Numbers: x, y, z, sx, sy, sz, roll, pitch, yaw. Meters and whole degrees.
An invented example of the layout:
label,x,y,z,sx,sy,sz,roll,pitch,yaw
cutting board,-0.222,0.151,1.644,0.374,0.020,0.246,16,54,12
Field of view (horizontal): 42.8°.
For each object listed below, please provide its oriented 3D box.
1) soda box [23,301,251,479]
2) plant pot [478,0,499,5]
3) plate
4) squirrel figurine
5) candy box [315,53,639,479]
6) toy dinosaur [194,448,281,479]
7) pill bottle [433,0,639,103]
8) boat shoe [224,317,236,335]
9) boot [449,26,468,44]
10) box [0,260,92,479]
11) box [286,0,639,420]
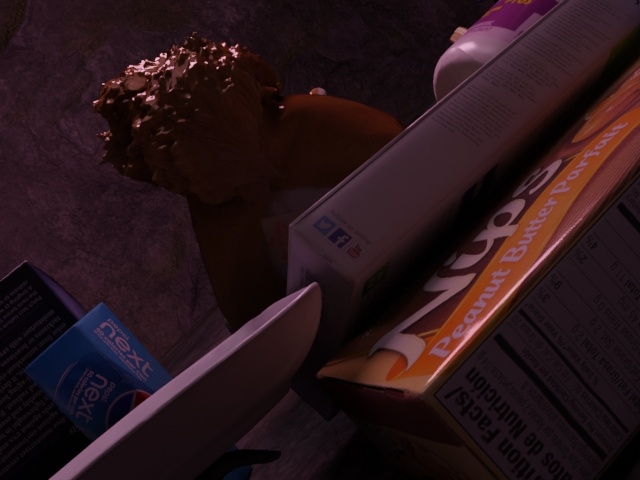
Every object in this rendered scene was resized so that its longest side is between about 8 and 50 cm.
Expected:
label,x,y,z,sx,sy,sz,roll,pitch,yaw
soda box,-0.158,0.161,0.734,0.067,0.210,0.071,-41,6,11
plant pot,0.407,-0.437,1.387,0.236,0.212,0.236,-42,4,6
plate,-0.120,0.139,0.502,0.278,0.045,0.277,-38,1,-15
squirrel figurine,-0.052,-0.096,0.940,0.281,0.397,0.370,-48,19,14
candy box,0.152,-0.003,0.445,0.316,0.087,0.183,-44,4,-15
toy dinosaur,-0.118,0.245,0.475,0.313,0.121,0.160,-36,19,15
pill bottle,0.269,-0.212,0.826,0.301,0.169,0.169,-44,6,-18
boat shoe,0.001,0.047,1.125,0.305,0.091,0.109,-42,5,3
boot,0.225,-0.229,1.303,0.165,0.213,0.077,-44,-40,18
box,-0.281,0.194,0.914,0.182,0.294,0.296,-41,5,-14
box,0.104,-0.028,0.602,0.322,0.058,0.232,-39,-22,-24
